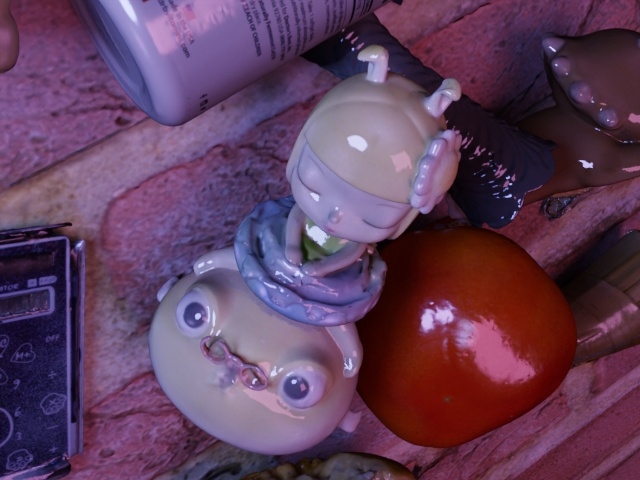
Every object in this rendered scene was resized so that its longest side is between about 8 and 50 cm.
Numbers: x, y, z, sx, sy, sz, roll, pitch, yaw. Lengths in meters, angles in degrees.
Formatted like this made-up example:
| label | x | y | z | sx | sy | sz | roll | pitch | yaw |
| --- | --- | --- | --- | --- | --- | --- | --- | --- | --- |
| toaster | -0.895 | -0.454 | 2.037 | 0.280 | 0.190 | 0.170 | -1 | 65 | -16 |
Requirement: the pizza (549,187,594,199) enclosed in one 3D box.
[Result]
| label | x | y | z | sx | sy | sz | roll | pitch | yaw |
| --- | --- | --- | --- | --- | --- | --- | --- | --- | --- |
| pizza | 0.290 | -0.088 | 0.992 | 0.083 | 0.025 | 0.078 | 1 | 112 | 13 |

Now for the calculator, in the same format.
| label | x | y | z | sx | sy | sz | roll | pitch | yaw |
| --- | --- | --- | --- | --- | --- | --- | --- | --- | --- |
| calculator | -0.288 | 0.115 | 0.716 | 0.166 | 0.028 | 0.274 | -10 | 122 | -31 |

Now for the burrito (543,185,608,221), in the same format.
| label | x | y | z | sx | sy | sz | roll | pitch | yaw |
| --- | --- | --- | --- | --- | --- | --- | --- | --- | --- |
| burrito | 0.345 | -0.080 | 1.040 | 0.149 | 0.041 | 0.055 | -33 | 144 | -15 |

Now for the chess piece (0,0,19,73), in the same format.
| label | x | y | z | sx | sy | sz | roll | pitch | yaw |
| --- | --- | --- | --- | --- | --- | --- | --- | --- | --- |
| chess piece | -0.241 | -0.251 | 0.443 | 0.167 | 0.167 | 0.299 | -3 | 114 | -34 |

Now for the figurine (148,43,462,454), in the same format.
| label | x | y | z | sx | sy | sz | roll | pitch | yaw |
| --- | --- | --- | --- | --- | --- | --- | --- | --- | --- |
| figurine | 0.000 | 0.000 | 0.717 | 0.394 | 0.227 | 0.274 | -62 | 176 | 38 |

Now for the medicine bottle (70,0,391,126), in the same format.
| label | x | y | z | sx | sy | sz | roll | pitch | yaw |
| --- | --- | --- | --- | --- | --- | --- | --- | --- | --- |
| medicine bottle | -0.034 | -0.218 | 0.606 | 0.289 | 0.157 | 0.157 | -34 | 131 | -14 |

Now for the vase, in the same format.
| label | x | y | z | sx | sy | sz | roll | pitch | yaw |
| --- | --- | --- | --- | --- | --- | --- | --- | --- | --- |
| vase | 0.094 | -0.122 | 0.742 | 0.237 | 0.115 | 0.115 | 39 | 91 | -15 |

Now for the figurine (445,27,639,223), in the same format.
| label | x | y | z | sx | sy | sz | roll | pitch | yaw |
| --- | --- | --- | --- | --- | --- | --- | --- | --- | --- |
| figurine | 0.259 | -0.136 | 0.870 | 0.177 | 0.247 | 0.173 | -16 | 91 | -56 |

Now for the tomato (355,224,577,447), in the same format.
| label | x | y | z | sx | sy | sz | roll | pitch | yaw |
| --- | --- | --- | --- | --- | --- | --- | --- | --- | --- |
| tomato | 0.139 | 0.109 | 0.884 | 0.260 | 0.180 | 0.260 | 3 | 122 | 5 |

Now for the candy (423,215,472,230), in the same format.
| label | x | y | z | sx | sy | sz | roll | pitch | yaw |
| --- | --- | --- | --- | --- | --- | --- | --- | --- | --- |
| candy | 0.156 | 0.031 | 0.975 | 0.062 | 0.038 | 0.122 | -20 | 127 | -25 |

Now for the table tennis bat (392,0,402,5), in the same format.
| label | x | y | z | sx | sy | sz | roll | pitch | yaw |
| --- | --- | --- | --- | --- | --- | --- | --- | --- | --- |
| table tennis bat | 0.044 | -0.233 | 0.754 | 0.083 | 0.007 | 0.050 | 7 | 112 | -36 |

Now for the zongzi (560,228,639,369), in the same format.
| label | x | y | z | sx | sy | sz | roll | pitch | yaw |
| --- | --- | --- | --- | --- | --- | --- | --- | --- | --- |
| zongzi | 0.401 | 0.131 | 1.178 | 0.228 | 0.115 | 0.256 | -36 | 143 | -7 |

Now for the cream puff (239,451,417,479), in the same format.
| label | x | y | z | sx | sy | sz | roll | pitch | yaw |
| --- | --- | --- | --- | --- | --- | --- | --- | --- | --- |
| cream puff | -0.034 | 0.384 | 0.923 | 0.343 | 0.231 | 0.327 | -60 | 142 | -27 |
